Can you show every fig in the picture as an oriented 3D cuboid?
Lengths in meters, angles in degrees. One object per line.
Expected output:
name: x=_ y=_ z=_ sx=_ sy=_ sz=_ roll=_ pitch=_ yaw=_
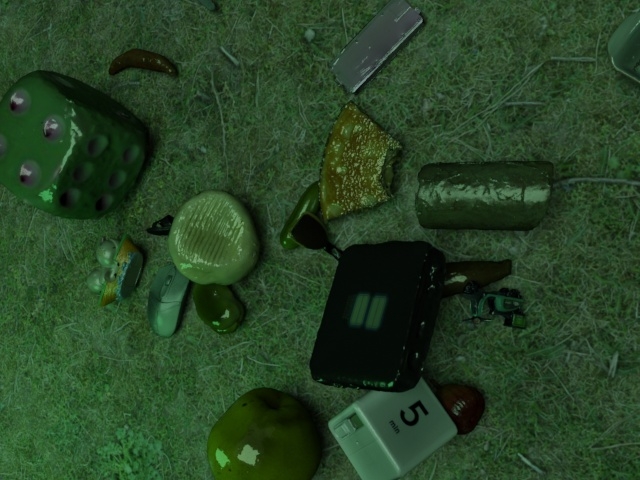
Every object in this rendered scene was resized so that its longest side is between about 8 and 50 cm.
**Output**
fig: x=0.316 y=0.385 z=1.678 sx=0.153 sy=0.119 sz=0.119 roll=37 pitch=102 yaw=17

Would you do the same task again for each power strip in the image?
power strip: x=0.143 y=-0.502 z=1.808 sx=0.279 sy=0.037 sz=0.109 roll=-44 pitch=74 yaw=15

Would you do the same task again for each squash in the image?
squash: x=-0.046 y=-0.066 z=1.860 sx=0.066 sy=0.066 sz=0.201 roll=28 pitch=92 yaw=19

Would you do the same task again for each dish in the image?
dish: x=0.754 y=-0.404 z=1.554 sx=0.234 sy=0.064 sz=0.154 roll=39 pitch=102 yaw=17

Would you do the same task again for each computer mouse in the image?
computer mouse: x=-0.436 y=0.168 z=1.999 sx=0.113 sy=0.068 sz=0.229 roll=13 pitch=94 yaw=19

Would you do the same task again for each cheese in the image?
cheese: x=0.000 y=0.000 z=1.822 sx=0.162 sy=0.036 sz=0.086 roll=37 pitch=87 yaw=-12

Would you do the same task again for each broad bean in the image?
broad bean: x=-0.283 y=0.179 z=1.940 sx=0.174 sy=0.082 sz=0.124 roll=45 pitch=102 yaw=27

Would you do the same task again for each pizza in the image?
pizza: x=0.108 y=-0.188 z=1.788 sx=0.223 sy=0.089 sz=0.323 roll=13 pitch=95 yaw=27

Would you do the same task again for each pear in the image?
pear: x=-0.143 y=0.530 z=1.773 sx=0.294 sy=0.294 sz=0.294 roll=-1 pitch=88 yaw=21

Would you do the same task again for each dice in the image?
dice: x=-0.707 y=-0.264 z=1.982 sx=0.330 sy=0.318 sz=0.322 roll=36 pitch=102 yaw=19

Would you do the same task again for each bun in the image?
bun: x=-0.285 y=0.003 z=1.897 sx=0.259 sy=0.160 sz=0.259 roll=0 pitch=78 yaw=-1

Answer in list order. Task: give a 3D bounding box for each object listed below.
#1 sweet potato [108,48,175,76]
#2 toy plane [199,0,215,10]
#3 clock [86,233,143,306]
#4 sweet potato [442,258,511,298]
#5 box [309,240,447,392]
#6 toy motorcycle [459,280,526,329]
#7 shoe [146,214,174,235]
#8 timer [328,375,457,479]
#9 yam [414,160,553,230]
sweet potato: x=-0.525 y=-0.522 z=2.059 sx=0.255 sy=0.058 sz=0.078 roll=8 pitch=112 yaw=25
toy plane: x=-0.393 y=-0.755 z=1.995 sx=0.267 sy=0.088 sz=0.212 roll=5 pitch=90 yaw=21
clock: x=-0.605 y=0.086 z=2.050 sx=0.144 sy=0.103 sz=0.231 roll=22 pitch=94 yaw=22
sweet potato: x=0.317 y=0.084 z=1.697 sx=0.286 sy=0.112 sz=0.085 roll=-16 pitch=115 yaw=16
box: x=0.127 y=0.175 z=1.653 sx=0.350 sy=0.091 sz=0.359 roll=-7 pitch=60 yaw=53
toy motorcycle: x=0.401 y=0.152 z=1.641 sx=0.173 sy=0.058 sz=0.100 roll=10 pitch=87 yaw=-18
shoe: x=-0.420 y=-0.046 z=2.006 sx=0.159 sy=0.062 sz=0.053 roll=-3 pitch=75 yaw=22
timer: x=0.167 y=0.440 z=1.655 sx=0.194 sy=0.195 sz=0.192 roll=56 pitch=148 yaw=14
yam: x=0.384 y=-0.104 z=1.638 sx=0.304 sy=0.168 sz=0.168 roll=2 pitch=89 yaw=20
